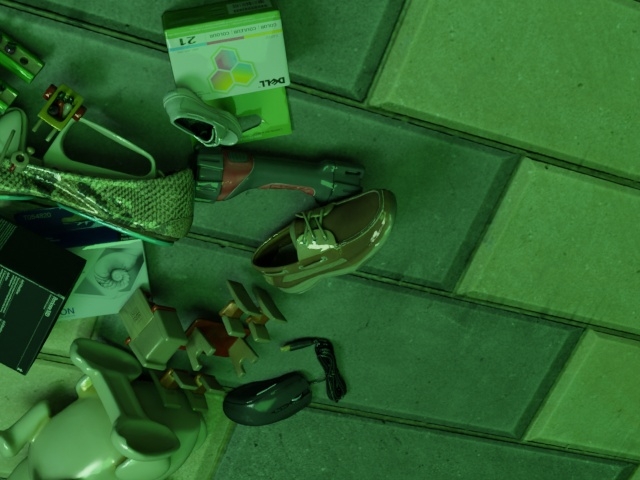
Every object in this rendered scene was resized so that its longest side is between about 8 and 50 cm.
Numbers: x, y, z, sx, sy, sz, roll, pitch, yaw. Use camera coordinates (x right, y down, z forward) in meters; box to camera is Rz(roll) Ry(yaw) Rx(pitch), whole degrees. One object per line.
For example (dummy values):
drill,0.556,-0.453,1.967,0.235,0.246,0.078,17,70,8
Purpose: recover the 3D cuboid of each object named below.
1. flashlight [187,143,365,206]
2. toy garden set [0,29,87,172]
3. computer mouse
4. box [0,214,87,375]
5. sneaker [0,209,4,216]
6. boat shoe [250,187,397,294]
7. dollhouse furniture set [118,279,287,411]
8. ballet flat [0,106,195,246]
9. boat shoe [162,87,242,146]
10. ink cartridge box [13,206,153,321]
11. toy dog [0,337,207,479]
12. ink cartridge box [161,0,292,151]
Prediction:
flashlight,-0.081,-0.103,1.730,0.304,0.103,0.103,7,89,-20
toy garden set,-0.499,-0.195,1.499,0.204,0.049,0.244,37,66,-13
computer mouse,-0.078,0.298,1.992,0.262,0.060,0.184,-12,123,-4
box,-0.539,0.096,1.683,0.184,0.103,0.261,31,133,-8
sneaker,-0.623,-0.010,1.699,0.152,0.053,0.061,-9,125,-7
boat shoe,0.000,0.000,1.733,0.116,0.123,0.324,24,136,-36
dollhouse furniture set,-0.240,0.179,1.845,0.262,0.135,0.259,-49,142,18
ballet flat,-0.441,-0.122,1.610,0.483,0.164,0.182,11,98,-8
boat shoe,-0.186,-0.186,1.585,0.066,0.063,0.184,-21,155,18
ink cartridge box,-0.428,0.040,1.772,0.223,0.045,0.224,-8,122,-7
toy dog,-0.457,0.430,1.904,0.408,0.284,0.395,-45,155,14
ink cartridge box,-0.144,-0.260,1.619,0.189,0.097,0.255,-11,121,-5
